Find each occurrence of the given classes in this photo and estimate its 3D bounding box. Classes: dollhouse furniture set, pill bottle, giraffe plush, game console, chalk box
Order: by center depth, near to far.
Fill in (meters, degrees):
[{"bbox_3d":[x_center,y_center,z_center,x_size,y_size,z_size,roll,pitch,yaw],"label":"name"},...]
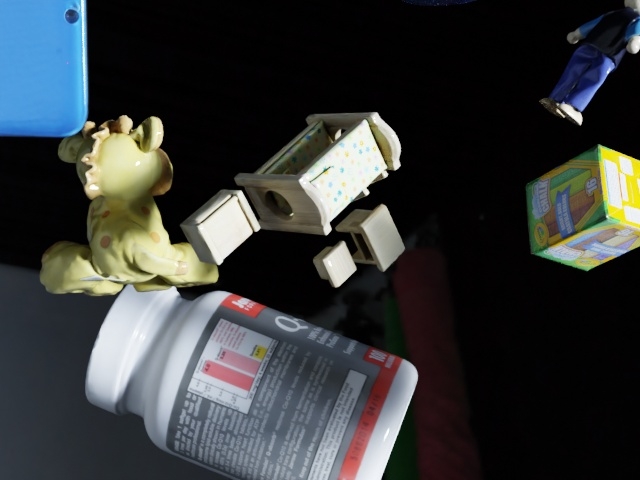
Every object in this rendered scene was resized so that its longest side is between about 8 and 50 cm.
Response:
[{"bbox_3d":[0.000,0.000,0.944,0.101,0.161,0.182,6,-139,48],"label":"dollhouse furniture set"},{"bbox_3d":[-0.323,-0.247,0.991,0.250,0.173,0.293,-158,-112,-69],"label":"game console"},{"bbox_3d":[-0.208,-0.037,1.089,0.210,0.181,0.170,80,5,-83],"label":"giraffe plush"},{"bbox_3d":[-0.083,0.184,1.263,0.210,0.363,0.210,21,90,-82],"label":"pill bottle"},{"bbox_3d":[0.420,-0.041,1.688,0.213,0.132,0.132,-33,-130,48],"label":"chalk box"}]

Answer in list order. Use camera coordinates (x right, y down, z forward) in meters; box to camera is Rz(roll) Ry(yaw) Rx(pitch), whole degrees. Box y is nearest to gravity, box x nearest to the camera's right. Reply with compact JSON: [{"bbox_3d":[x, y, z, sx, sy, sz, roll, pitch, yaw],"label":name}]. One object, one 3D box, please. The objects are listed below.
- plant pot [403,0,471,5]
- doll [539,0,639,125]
[{"bbox_3d":[0.011,-0.210,0.280,0.236,0.212,0.236,-52,167,9],"label":"plant pot"},{"bbox_3d":[0.348,-0.238,1.299,0.189,0.046,0.129,-54,-150,4],"label":"doll"}]
